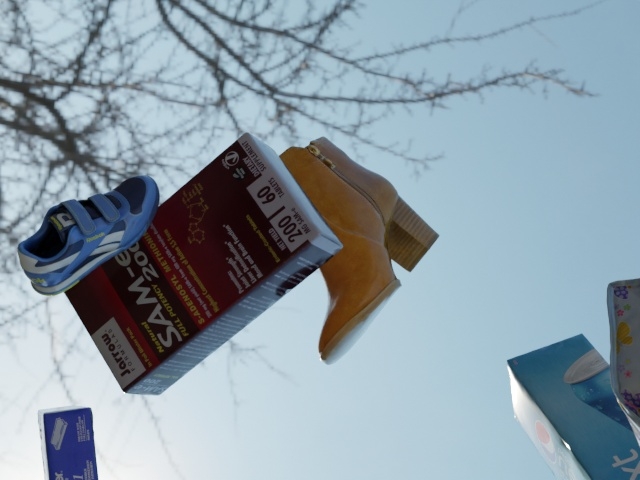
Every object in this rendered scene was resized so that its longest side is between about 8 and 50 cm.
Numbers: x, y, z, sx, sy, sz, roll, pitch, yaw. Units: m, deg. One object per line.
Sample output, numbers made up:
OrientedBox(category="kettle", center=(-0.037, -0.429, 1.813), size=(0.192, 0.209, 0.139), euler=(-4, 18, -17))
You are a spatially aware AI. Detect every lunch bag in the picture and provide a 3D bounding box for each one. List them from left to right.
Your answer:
OrientedBox(category="lunch bag", center=(0.167, 0.068, 0.478), size=(0.053, 0.071, 0.083), euler=(-8, -130, 27))

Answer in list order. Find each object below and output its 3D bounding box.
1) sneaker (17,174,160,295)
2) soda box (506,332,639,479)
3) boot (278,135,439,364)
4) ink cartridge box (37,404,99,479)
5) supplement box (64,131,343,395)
OrientedBox(category="sneaker", center=(-0.205, -0.012, 0.892), size=(0.144, 0.059, 0.053), euler=(-42, -126, -13))
OrientedBox(category="soda box", center=(0.217, 0.162, 0.752), size=(0.210, 0.071, 0.067), euler=(-119, -168, -56))
OrientedBox(category="boot", center=(0.001, -0.001, 1.154), size=(0.211, 0.295, 0.104), euler=(38, -52, 5))
OrientedBox(category="ink cartridge box", center=(-0.253, 0.215, 1.001), size=(0.207, 0.046, 0.097), euler=(152, -69, -71))
OrientedBox(category="supplement box", center=(-0.114, 0.026, 0.958), size=(0.239, 0.073, 0.130), euler=(-40, -110, 9))
